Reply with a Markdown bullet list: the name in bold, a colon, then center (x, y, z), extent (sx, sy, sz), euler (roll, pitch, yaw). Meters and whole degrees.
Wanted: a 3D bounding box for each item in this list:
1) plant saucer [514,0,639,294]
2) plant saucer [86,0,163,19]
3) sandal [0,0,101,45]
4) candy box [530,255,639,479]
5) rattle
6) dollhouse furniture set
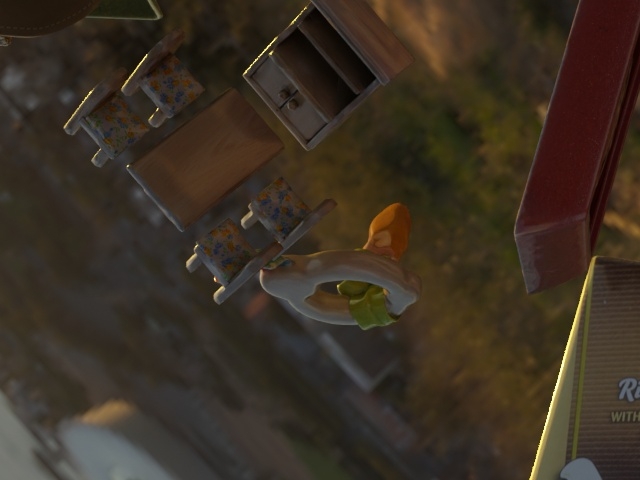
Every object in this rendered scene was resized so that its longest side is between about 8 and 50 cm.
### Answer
- **plant saucer**: center (0.209, -0.096, 1.459), extent (0.048, 0.258, 0.259), euler (15, 171, 12)
- **plant saucer**: center (-0.251, -0.254, 1.781), extent (0.188, 0.045, 0.188), euler (3, 171, 5)
- **sandal**: center (-0.290, -0.193, 1.550), extent (0.079, 0.240, 0.088), euler (1, 112, 47)
- **candy box**: center (0.169, 0.174, 0.806), extent (0.183, 0.316, 0.087), euler (8, 161, 30)
- **rattle**: center (0.000, 0.000, 1.848), extent (0.200, 0.142, 0.130), euler (16, 166, -19)
- **dollhouse furniture set**: center (-0.058, -0.109, 1.700), extent (0.212, 0.242, 0.161), euler (49, 145, 0)
